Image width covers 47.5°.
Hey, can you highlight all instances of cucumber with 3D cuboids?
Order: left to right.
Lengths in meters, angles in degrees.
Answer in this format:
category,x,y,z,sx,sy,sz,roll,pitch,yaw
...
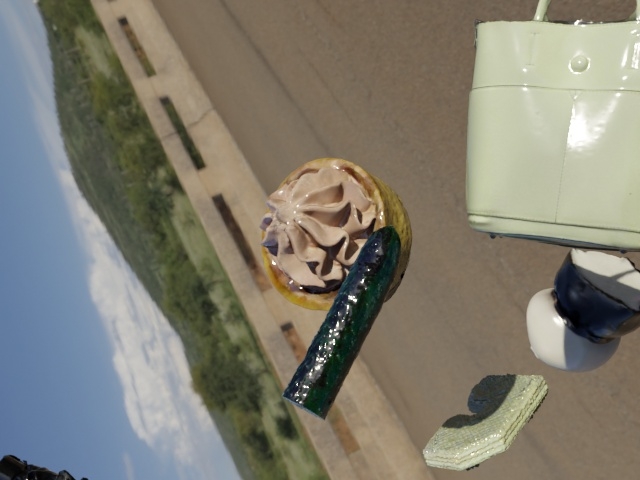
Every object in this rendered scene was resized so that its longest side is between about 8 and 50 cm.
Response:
category,x,y,z,sx,sy,sz,roll,pitch,yaw
cucumber,0.019,0.048,0.467,0.032,0.133,0.032,26,164,8

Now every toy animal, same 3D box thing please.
category,x,y,z,sx,sy,sz,roll,pitch,yaw
toy animal,0.493,0.142,1.365,0.165,0.187,0.235,-92,18,-45

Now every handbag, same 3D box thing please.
category,x,y,z,sx,sy,sz,roll,pitch,yaw
handbag,0.276,-0.149,0.777,0.109,0.241,0.316,5,-87,-68

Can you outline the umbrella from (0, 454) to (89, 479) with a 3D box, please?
category,x,y,z,sx,sy,sz,roll,pitch,yaw
umbrella,-0.262,0.305,0.814,0.224,0.080,0.071,26,176,-4

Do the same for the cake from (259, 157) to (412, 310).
category,x,y,z,sx,sy,sz,roll,pitch,yaw
cake,0.000,0.000,0.914,0.185,0.178,0.208,26,106,34

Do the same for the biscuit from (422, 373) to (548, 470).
category,x,y,z,sx,sy,sz,roll,pitch,yaw
biscuit,0.308,0.333,1.353,0.147,0.250,0.046,-10,112,49
